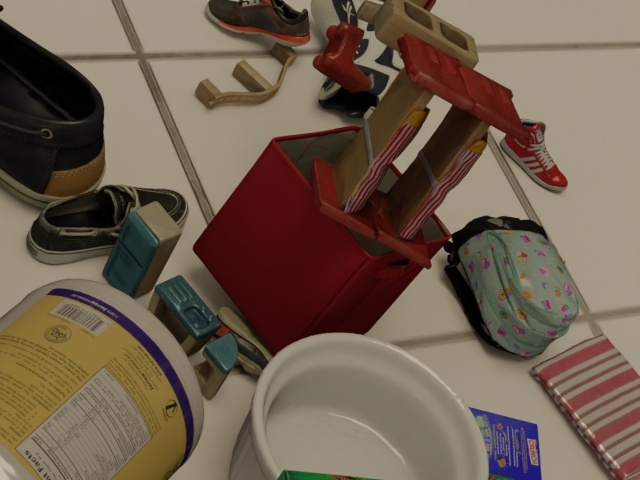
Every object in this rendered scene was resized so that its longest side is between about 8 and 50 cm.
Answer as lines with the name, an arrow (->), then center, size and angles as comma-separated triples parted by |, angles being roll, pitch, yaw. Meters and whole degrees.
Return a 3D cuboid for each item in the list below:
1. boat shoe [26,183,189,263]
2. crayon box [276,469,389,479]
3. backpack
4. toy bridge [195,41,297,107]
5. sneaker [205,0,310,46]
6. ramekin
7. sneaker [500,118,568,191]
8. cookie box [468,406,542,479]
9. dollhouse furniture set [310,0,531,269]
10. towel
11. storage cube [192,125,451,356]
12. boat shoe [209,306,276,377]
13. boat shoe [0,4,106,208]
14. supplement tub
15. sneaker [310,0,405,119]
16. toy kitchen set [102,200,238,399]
boat shoe -> -0.245, -0.028, 1.837 | 0.219, 0.070, 0.077 | -18, 63, -37
crayon box -> -0.005, 0.334, 1.509 | 0.165, 0.278, 0.081 | 9, 48, -21
backpack -> 0.257, 0.059, 1.998 | 0.152, 0.115, 0.182 | 4, 54, -28
toy bridge -> -0.093, -0.220, 2.112 | 0.063, 0.026, 0.188 | 44, 45, 11
sneaker -> -0.084, -0.326, 2.162 | 0.158, 0.065, 0.061 | 16, 38, 9
ramekin -> 0.033, 0.250, 1.697 | 0.277, 0.135, 0.277 | 16, 45, -16
sneaker -> 0.321, -0.127, 2.222 | 0.118, 0.067, 0.042 | 41, 46, 9
cookie box -> 0.211, 0.258, 1.855 | 0.107, 0.040, 0.091 | 16, 47, -15
dollhouse furniture set -> 0.098, -0.168, 1.785 | 0.152, 0.201, 0.374 | 27, 27, -20
towel -> 0.377, 0.219, 1.988 | 0.144, 0.029, 0.197 | -18, 61, -37
storage cube -> 0.000, 0.000, 1.830 | 0.215, 0.193, 0.184 | 50, 33, 18
boat shoe -> -0.077, 0.136, 1.807 | 0.137, 0.043, 0.049 | 39, 20, 5
boat shoe -> -0.457, -0.237, 1.847 | 0.500, 0.156, 0.187 | 37, 47, 7
supplement tub -> -0.294, 0.215, 1.485 | 0.241, 0.241, 0.331 | 39, 46, 7
sneaker -> 0.036, -0.257, 2.162 | 0.153, 0.094, 0.235 | -23, 76, -48
toy kitchen set -> -0.201, 0.090, 1.723 | 0.166, 0.122, 0.207 | -27, 68, -41
